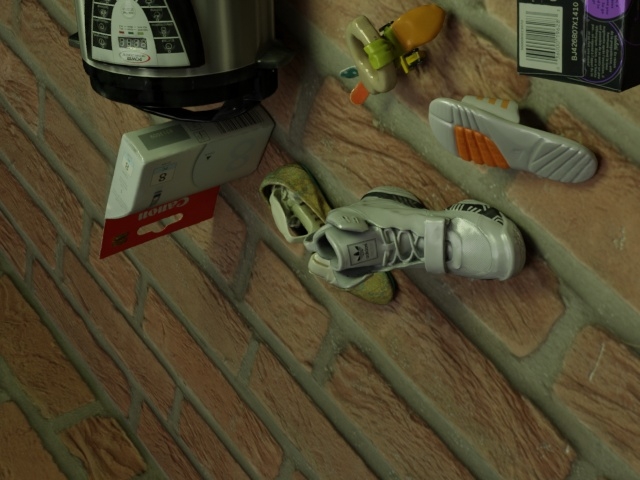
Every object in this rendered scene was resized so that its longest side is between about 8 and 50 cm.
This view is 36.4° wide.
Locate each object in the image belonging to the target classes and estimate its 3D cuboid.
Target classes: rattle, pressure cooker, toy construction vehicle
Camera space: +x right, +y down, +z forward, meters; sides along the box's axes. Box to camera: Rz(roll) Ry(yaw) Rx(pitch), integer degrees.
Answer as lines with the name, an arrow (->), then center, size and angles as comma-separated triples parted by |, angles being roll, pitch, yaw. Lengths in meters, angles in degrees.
rattle -> 0.111, -0.305, 1.582 | 0.130, 0.143, 0.200 | 40, 168, 15
pressure cooker -> -0.255, -0.416, 1.762 | 0.370, 0.375, 0.421 | 44, 140, 51
toy construction vehicle -> 0.126, -0.314, 1.608 | 0.098, 0.035, 0.086 | -27, 89, 47

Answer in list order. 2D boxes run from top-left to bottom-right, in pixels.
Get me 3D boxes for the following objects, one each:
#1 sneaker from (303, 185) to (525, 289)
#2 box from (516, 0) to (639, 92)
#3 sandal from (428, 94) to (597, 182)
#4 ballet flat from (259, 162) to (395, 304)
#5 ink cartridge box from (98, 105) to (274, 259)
sneaker -> 0.145, 0.013, 1.606 | 0.365, 0.210, 0.137 | 19, 123, 46
box -> 0.361, -0.287, 1.116 | 0.143, 0.270, 0.165 | 22, 125, 44
sandal -> 0.291, -0.158, 1.456 | 0.265, 0.076, 0.102 | 21, 142, 20
ballet flat -> 0.000, 0.000, 1.866 | 0.348, 0.123, 0.123 | 53, 142, 18
ink cartridge box -> -0.285, -0.100, 2.009 | 0.091, 0.308, 0.385 | 50, 141, 23
